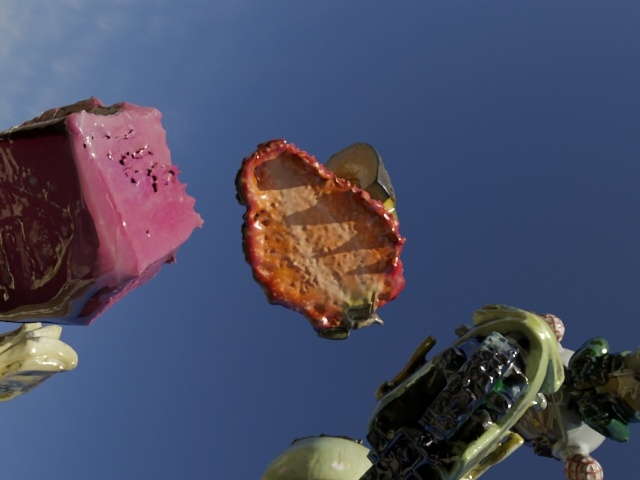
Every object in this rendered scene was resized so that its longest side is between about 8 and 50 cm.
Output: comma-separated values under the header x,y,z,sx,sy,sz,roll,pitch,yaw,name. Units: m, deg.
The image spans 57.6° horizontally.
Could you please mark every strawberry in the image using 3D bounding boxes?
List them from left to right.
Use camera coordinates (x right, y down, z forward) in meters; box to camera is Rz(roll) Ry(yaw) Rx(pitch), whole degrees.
x,y,z,sx,sy,sz,roll,pitch,yaw,name
0.000,-0.001,0.394,0.103,0.152,0.048,-27,-164,6,strawberry

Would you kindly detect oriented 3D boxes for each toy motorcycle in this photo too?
x,y,z,sx,sy,sz,roll,pitch,yaw,name
0.163,0.216,0.740,0.237,0.410,0.169,-26,-116,-32,toy motorcycle

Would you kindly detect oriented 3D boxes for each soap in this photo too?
x,y,z,sx,sy,sz,roll,pitch,yaw,name
-0.285,-0.025,0.615,0.324,0.220,0.127,-1,-160,34,soap

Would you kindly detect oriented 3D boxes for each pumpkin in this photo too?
x,y,z,sx,sy,sz,roll,pitch,yaw,name
0.043,-0.040,0.876,0.254,0.130,0.149,-33,-151,40,pumpkin

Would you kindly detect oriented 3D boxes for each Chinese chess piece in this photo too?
x,y,z,sx,sy,sz,roll,pitch,yaw,name
0.018,0.626,1.367,0.349,0.349,0.146,-31,-163,18,Chinese chess piece

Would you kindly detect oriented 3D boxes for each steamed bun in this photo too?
x,y,z,sx,sy,sz,roll,pitch,yaw,name
-0.683,0.210,1.037,0.428,0.247,0.189,-23,-108,15,steamed bun

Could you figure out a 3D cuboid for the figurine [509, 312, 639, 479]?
x,y,z,sx,sy,sz,roll,pitch,yaw,name
0.424,0.247,0.933,0.370,0.167,0.281,125,-36,-60,figurine
